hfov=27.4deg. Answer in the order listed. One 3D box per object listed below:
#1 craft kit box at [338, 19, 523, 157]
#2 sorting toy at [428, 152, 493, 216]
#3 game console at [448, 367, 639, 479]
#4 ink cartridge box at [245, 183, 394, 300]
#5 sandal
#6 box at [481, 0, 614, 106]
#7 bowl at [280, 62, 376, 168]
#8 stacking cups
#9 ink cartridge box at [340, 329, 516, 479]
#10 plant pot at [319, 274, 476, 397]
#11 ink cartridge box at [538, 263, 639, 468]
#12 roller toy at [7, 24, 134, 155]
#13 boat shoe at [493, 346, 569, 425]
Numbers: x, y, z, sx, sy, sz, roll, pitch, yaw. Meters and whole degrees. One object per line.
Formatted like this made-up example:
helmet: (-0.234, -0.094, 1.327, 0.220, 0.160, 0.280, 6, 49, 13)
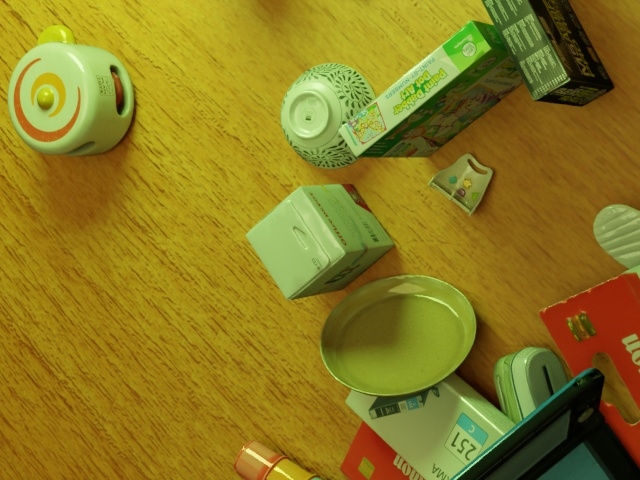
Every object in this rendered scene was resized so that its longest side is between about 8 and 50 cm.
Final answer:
craft kit box: (0.180, -0.208, 1.859, 0.247, 0.250, 0.061, -41, 75, 25)
sorting toy: (0.219, -0.088, 1.964, 0.083, 0.045, 0.075, 39, 102, 21)
game console: (0.310, 0.351, 1.759, 0.293, 0.250, 0.173, -37, 65, -11)
ink cartridge box: (0.000, 0.000, 2.006, 0.127, 0.176, 0.128, -40, 75, 24)
sandal: (0.497, 0.029, 1.796, 0.265, 0.076, 0.102, 38, 117, 5)
box: (0.292, -0.317, 1.811, 0.060, 0.216, 0.270, -31, 78, 25)
bowl: (-0.002, -0.195, 2.051, 0.170, 0.080, 0.170, 2, 95, 27)
stacking cups: (-0.002, 0.429, 2.088, 0.316, 0.096, 0.096, 27, 105, 27)
ink cartridge box: (0.145, 0.320, 1.958, 0.296, 0.066, 0.261, 40, 110, 42)
plant pot: (0.117, 0.147, 1.959, 0.236, 0.236, 0.032, 11, 139, 27)
ink cartridge box: (0.520, 0.162, 1.741, 0.385, 0.091, 0.308, -27, 98, 26)
roller toy: (-0.428, -0.241, 2.235, 0.191, 0.146, 0.209, 37, 108, 21)
boat shoe: (0.330, 0.302, 1.907, 0.094, 0.109, 0.302, -17, 84, 62)
